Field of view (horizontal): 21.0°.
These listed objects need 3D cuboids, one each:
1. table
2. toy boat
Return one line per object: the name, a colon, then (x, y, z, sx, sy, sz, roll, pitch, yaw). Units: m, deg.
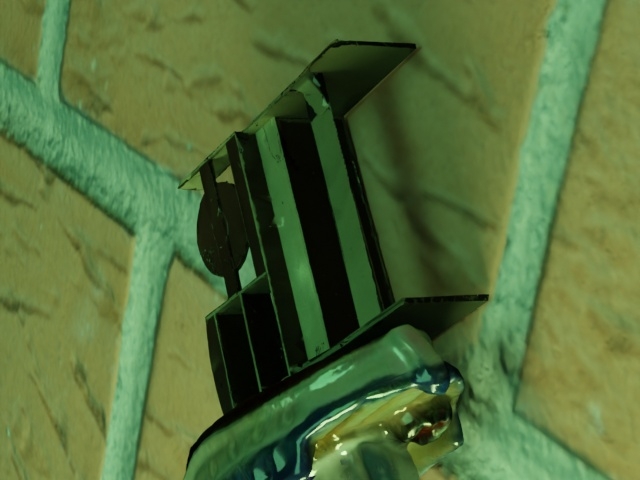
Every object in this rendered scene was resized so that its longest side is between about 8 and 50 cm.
table: (0.000, 0.000, 0.920, 0.175, 0.062, 0.146, -39, 58, 50)
toy boat: (0.001, 0.137, 0.875, 0.262, 0.114, 0.115, -40, 62, 51)
